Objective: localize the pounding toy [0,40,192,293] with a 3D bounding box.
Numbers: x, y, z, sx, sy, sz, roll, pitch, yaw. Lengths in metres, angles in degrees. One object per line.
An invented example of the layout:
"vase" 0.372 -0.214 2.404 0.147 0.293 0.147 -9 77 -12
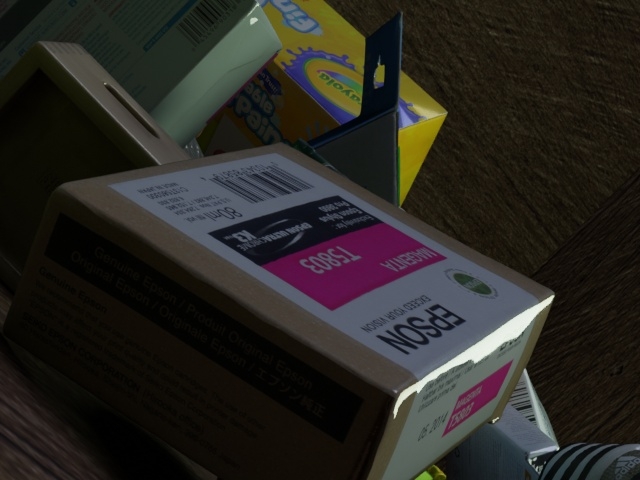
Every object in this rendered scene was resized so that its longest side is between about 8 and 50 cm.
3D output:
"pounding toy" -0.139 -0.018 0.880 0.141 0.130 0.100 45 11 2

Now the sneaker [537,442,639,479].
"sneaker" 0.290 0.340 1.162 0.447 0.169 0.257 68 -15 -12

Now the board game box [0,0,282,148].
"board game box" -0.210 -0.166 1.044 0.303 0.224 0.097 46 0 14

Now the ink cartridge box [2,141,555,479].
"ink cartridge box" -0.010 0.037 0.781 0.193 0.088 0.235 29 20 18

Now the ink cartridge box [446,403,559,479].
"ink cartridge box" 0.170 0.266 1.364 0.224 0.045 0.223 -135 -138 -67

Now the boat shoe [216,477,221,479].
"boat shoe" -0.023 0.120 0.815 0.183 0.066 0.066 -90 175 -83

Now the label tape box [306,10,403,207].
"label tape box" 0.000 0.000 1.197 0.240 0.106 0.333 -150 -121 -85

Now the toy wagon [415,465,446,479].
"toy wagon" 0.046 0.238 2.056 0.344 0.068 0.267 47 -1 -20

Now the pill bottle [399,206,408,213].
"pill bottle" 0.046 0.106 1.554 0.229 0.229 0.407 45 -1 20

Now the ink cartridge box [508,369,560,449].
"ink cartridge box" 0.247 0.324 1.571 0.330 0.071 0.324 50 23 -65

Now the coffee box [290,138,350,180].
"coffee box" -0.047 0.026 0.973 0.040 0.184 0.113 44 1 -29

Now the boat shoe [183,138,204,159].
"boat shoe" -0.191 -0.083 1.217 0.500 0.156 0.187 62 1 27

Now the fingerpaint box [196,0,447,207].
"fingerpaint box" -0.106 -0.138 1.883 0.163 0.371 0.445 -22 57 -43

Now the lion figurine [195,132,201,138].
"lion figurine" -0.175 -0.128 1.487 0.142 0.240 0.392 46 -1 -13
